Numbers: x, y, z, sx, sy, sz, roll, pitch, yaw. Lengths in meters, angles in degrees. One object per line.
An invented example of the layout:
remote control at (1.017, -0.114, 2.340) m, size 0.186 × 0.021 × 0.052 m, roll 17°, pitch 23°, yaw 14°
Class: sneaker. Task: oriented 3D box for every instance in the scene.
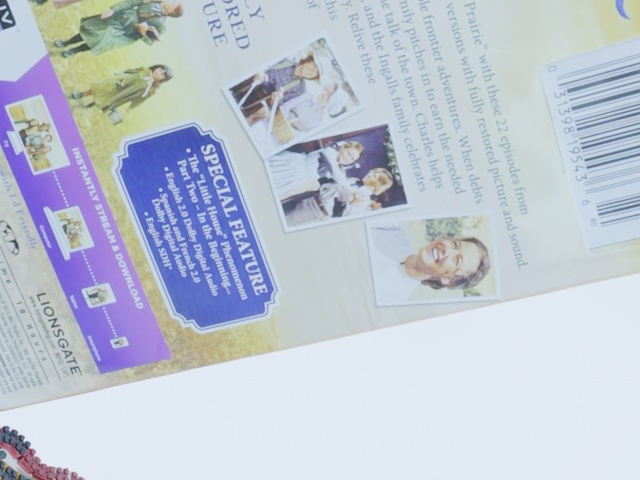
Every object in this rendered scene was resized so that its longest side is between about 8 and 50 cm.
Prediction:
sneaker at (-0.372, 0.321, 1.267) m, size 0.225 × 0.093 × 0.088 m, roll 52°, pitch -148°, yaw -25°

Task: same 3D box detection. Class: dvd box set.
dvd box set at (-0.025, -0.099, 0.466) m, size 0.062 × 0.420 × 0.307 m, roll -65°, pitch -43°, yaw -66°
